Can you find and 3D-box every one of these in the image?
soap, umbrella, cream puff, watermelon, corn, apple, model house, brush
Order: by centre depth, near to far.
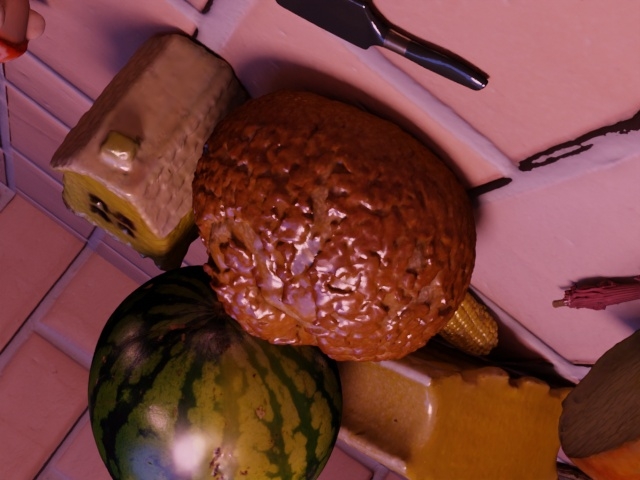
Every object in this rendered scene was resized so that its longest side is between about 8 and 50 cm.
[{"bbox_3d":[0.041,-0.159,0.763,0.193,0.016,0.063,32,166,15],"label":"brush"},{"bbox_3d":[0.321,0.135,0.783,0.254,0.179,0.346,-8,171,-5],"label":"apple"},{"bbox_3d":[0.257,0.049,0.915,0.025,0.027,0.165,-8,176,-18],"label":"umbrella"},{"bbox_3d":[0.000,0.000,0.966,0.303,0.212,0.303,31,158,14],"label":"cream puff"},{"bbox_3d":[-0.170,-0.099,1.089,0.174,0.193,0.234,37,163,-3],"label":"model house"},{"bbox_3d":[-0.118,0.176,1.126,0.285,0.285,0.285,33,165,10],"label":"watermelon"},{"bbox_3d":[0.129,0.061,1.163,0.206,0.067,0.067,39,165,-25],"label":"corn"},{"bbox_3d":[0.120,0.193,1.292,0.293,0.156,0.335,12,-175,-41],"label":"soap"}]

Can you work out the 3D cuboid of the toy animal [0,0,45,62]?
[{"bbox_3d":[-0.419,-0.280,1.154,0.197,0.171,0.171,38,166,5],"label":"toy animal"}]

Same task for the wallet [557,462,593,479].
[{"bbox_3d":[0.435,0.405,1.631,0.122,0.031,0.232,44,162,-16],"label":"wallet"}]
